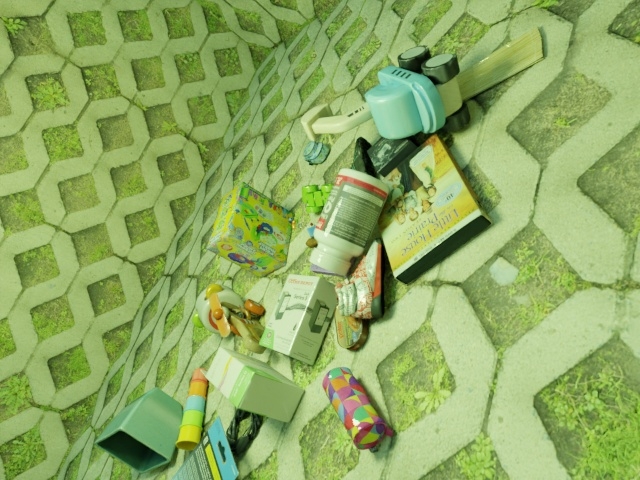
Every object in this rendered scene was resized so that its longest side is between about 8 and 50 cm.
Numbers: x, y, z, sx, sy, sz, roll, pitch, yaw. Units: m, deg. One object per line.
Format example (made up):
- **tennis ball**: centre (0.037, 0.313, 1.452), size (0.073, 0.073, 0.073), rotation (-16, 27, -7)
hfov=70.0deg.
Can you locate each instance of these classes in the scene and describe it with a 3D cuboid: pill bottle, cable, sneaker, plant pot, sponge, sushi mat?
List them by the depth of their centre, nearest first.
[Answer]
- **sneaker**: centre (0.120, 0.110, 1.396), size (0.145, 0.090, 0.269), rotation (-4, 57, 16)
- **pill bottle**: centre (0.084, -0.055, 1.465), size (0.176, 0.177, 0.318), rotation (23, 91, 59)
- **sushi mat**: centre (0.561, -0.555, 1.480), size (0.317, 0.019, 0.151), rotation (-22, 45, 43)
- **cable**: centre (-0.265, 0.636, 1.575), size (0.184, 0.047, 0.151), rotation (-62, 26, 1)
- **sponge**: centre (0.048, 0.068, 1.641), size (0.210, 0.031, 0.117), rotation (2, 64, 56)
- **sneaker**: centre (0.148, -0.293, 1.751), size (0.106, 0.101, 0.267), rotation (-35, 38, 37)
- **plant pot**: centre (-0.727, 0.775, 1.919), size (0.247, 0.248, 0.252), rotation (-36, 20, 32)

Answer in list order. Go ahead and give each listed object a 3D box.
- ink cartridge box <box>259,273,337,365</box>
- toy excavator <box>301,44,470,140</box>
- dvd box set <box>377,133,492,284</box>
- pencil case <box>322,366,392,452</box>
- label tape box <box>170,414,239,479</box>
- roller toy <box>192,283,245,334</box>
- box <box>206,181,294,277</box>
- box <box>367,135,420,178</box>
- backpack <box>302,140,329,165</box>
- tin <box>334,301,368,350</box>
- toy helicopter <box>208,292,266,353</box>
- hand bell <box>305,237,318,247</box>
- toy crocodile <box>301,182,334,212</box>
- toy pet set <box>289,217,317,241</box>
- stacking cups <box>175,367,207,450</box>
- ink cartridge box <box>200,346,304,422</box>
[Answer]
- **ink cartridge box**: centre (-0.068, 0.259, 1.553), size (0.199, 0.115, 0.272), rotation (-1, 62, 54)
- **toy excavator**: centre (0.191, -0.441, 1.518), size (0.446, 0.222, 0.433), rotation (-31, 36, -6)
- **dvd box set**: centre (0.309, -0.107, 1.399), size (0.308, 0.062, 0.420), rotation (-41, 35, 27)
- **pencil case**: centre (0.088, 0.437, 1.202), size (0.104, 0.105, 0.236), rotation (-54, 33, 7)
- **label tape box**: centre (-0.351, 0.782, 1.480), size (0.333, 0.106, 0.240), rotation (-53, 38, 8)
- **roller toy**: centre (-0.423, 0.292, 1.945), size (0.146, 0.191, 0.209), rotation (21, 92, 58)
- **box**: centre (-0.291, -0.042, 1.961), size (0.177, 0.290, 0.278), rotation (-28, 41, 39)
- **box**: centre (0.264, -0.308, 1.608), size (0.156, 0.093, 0.158), rotation (-43, 35, 22)
- **backpack**: centre (-0.023, -0.406, 2.104), size (0.114, 0.084, 0.104), rotation (12, 75, 54)
- **tin**: centre (0.094, 0.251, 1.412), size (0.106, 0.040, 0.189), rotation (-35, 38, 26)
- **toy helicopter**: centre (-0.299, 0.315, 1.713), size (0.140, 0.235, 0.355), rotation (-58, 31, 0)
- **hand bell**: centre (0.000, 0.000, 1.666), size (0.242, 0.126, 0.126), rotation (-10, 54, 66)
- **toy crocodile**: centre (0.021, -0.172, 1.831), size (0.341, 0.105, 0.115), rotation (10, 113, 56)
- **toy pet set**: centre (-0.044, -0.053, 1.796), size (0.065, 0.122, 0.114), rotation (-45, 52, 33)
- **stacking cups**: centre (-0.498, 0.669, 1.840), size (0.096, 0.096, 0.316), rotation (-38, 32, 30)
- **ink cartridge box**: centre (-0.241, 0.463, 1.527), size (0.354, 0.207, 0.119), rotation (8, 71, 56)
